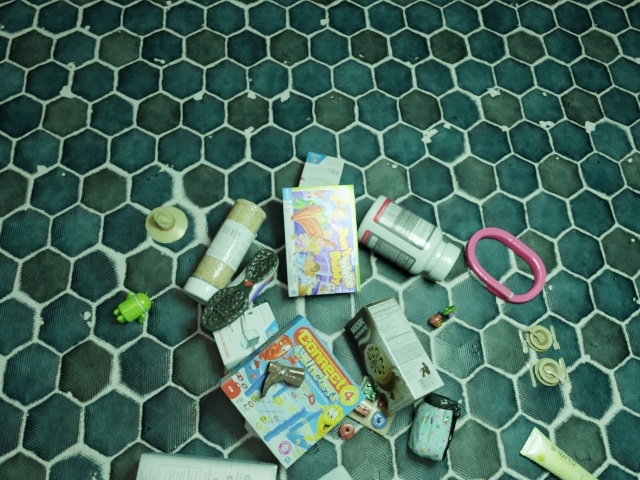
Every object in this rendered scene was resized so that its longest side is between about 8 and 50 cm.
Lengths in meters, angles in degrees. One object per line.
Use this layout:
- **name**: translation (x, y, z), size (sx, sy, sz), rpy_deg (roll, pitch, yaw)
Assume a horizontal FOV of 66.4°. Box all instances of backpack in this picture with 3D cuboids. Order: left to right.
- **backpack**: translation (0.333, 0.548, 1.443), size (0.115, 0.152, 0.182), rpy_deg (16, 81, 8)

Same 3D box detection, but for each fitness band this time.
- **fitness band**: translation (0.630, 0.083, 1.677), size (0.290, 0.054, 0.209), rpy_deg (40, 72, 10)

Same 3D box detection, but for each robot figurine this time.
- **robot figurine**: translation (-0.585, 0.210, 1.536), size (0.115, 0.067, 0.101), rpy_deg (-34, 70, -15)

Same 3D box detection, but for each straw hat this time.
- **straw hat**: translation (-0.526, -0.066, 1.648), size (0.144, 0.061, 0.145), rpy_deg (1, 69, -4)

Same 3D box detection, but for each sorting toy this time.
- **sorting toy**: translation (0.173, 0.494, 1.493), size (0.132, 0.046, 0.275), rpy_deg (28, 70, 7)
- **sorting toy**: translation (0.403, 0.252, 1.594), size (0.101, 0.061, 0.042), rpy_deg (-32, 88, 14)

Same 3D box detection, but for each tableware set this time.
- **tableware set**: translation (0.727, 0.368, 1.582), size (0.128, 0.039, 0.194), rpy_deg (-6, 70, -6)

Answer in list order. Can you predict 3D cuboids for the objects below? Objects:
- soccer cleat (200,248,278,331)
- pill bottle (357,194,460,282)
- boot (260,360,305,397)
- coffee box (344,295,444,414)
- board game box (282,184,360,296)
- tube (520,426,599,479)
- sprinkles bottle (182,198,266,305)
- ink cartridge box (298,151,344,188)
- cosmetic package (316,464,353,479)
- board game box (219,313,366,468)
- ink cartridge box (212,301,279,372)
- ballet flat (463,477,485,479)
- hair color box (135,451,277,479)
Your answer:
- **soccer cleat**: translation (-0.245, 0.166, 1.533), size (0.108, 0.116, 0.318), rpy_deg (34, 64, 11)
- **pill bottle**: translation (0.290, 0.001, 1.617), size (0.318, 0.176, 0.176), rpy_deg (32, 70, 8)
- **boot**: translation (-0.101, 0.396, 1.355), size (0.114, 0.037, 0.107), rpy_deg (19, 85, -15)
- **coffee box**: translation (0.211, 0.340, 1.462), size (0.118, 0.168, 0.297), rpy_deg (-14, 63, -30)
- **board game box**: translation (0.000, 0.000, 1.598), size (0.233, 0.078, 0.348), rpy_deg (-4, 87, -6)
- **tube**: translation (0.723, 0.675, 1.459), size (0.240, 0.062, 0.070), rpy_deg (36, 31, 15)
- **sprinkles bottle**: translation (-0.306, 0.038, 1.592), size (0.121, 0.121, 0.356), rpy_deg (25, 69, 6)
- **ink cartridge box**: translation (-0.006, -0.183, 1.718), size (0.134, 0.078, 0.231), rpy_deg (14, 69, 2)
- **cosmetic package**: translation (0.044, 0.821, 1.122), size (0.327, 0.393, 0.330), rpy_deg (-28, 101, -14)
- **board game box**: translation (-0.079, 0.430, 1.418), size (0.302, 0.086, 0.308), rpy_deg (-39, 95, -11)
- **ink cartridge box**: translation (-0.223, 0.298, 1.509), size (0.190, 0.082, 0.140), rpy_deg (-21, 60, -13)
- **ballet flat**: translation (0.497, 0.823, 1.365), size (0.106, 0.107, 0.316), rpy_deg (-15, 71, -23)
- **hair color box**: translation (-0.313, 0.699, 1.346), size (0.374, 0.114, 0.186), rpy_deg (6, 69, -1)
